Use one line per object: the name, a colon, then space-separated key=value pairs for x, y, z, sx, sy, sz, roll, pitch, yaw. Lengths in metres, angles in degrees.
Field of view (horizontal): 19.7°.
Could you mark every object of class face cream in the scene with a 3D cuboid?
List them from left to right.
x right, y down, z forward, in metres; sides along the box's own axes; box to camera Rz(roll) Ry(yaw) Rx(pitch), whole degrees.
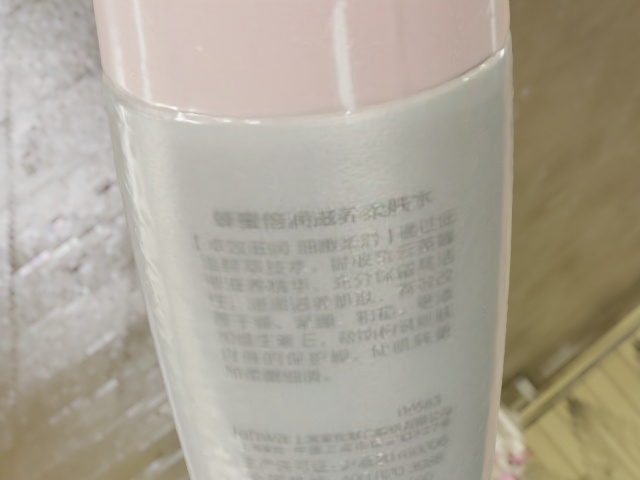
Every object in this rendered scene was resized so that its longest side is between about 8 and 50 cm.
face cream: x=0.000 y=0.000 z=0.405 sx=0.084 sy=0.057 sz=0.198 roll=-6 pitch=127 yaw=-2
